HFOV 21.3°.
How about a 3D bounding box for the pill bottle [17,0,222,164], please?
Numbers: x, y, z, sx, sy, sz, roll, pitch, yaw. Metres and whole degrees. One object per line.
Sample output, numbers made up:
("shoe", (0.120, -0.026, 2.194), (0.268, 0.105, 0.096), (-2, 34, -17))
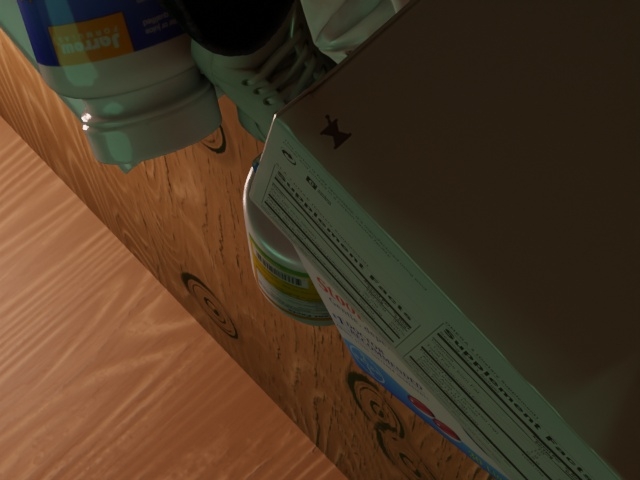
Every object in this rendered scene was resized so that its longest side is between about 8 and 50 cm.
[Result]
("pill bottle", (-0.169, -0.205, 1.366), (0.152, 0.152, 0.272), (24, 134, 61))

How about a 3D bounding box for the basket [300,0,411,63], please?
("basket", (0.052, -0.168, 1.021), (0.113, 0.103, 0.167), (41, 165, 29))

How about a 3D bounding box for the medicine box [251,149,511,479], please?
("medicine box", (0.119, 0.039, 1.308), (0.263, 0.149, 0.289), (37, 164, 40))

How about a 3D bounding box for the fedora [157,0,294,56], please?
("fedora", (0.005, -0.234, 0.705), (0.153, 0.334, 0.334), (-5, 144, 16))

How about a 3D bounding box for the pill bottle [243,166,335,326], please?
("pill bottle", (0.000, 0.000, 1.614), (0.136, 0.136, 0.245), (45, 167, 14))

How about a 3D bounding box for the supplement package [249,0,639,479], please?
("supplement package", (0.135, -0.046, 0.742), (0.204, 0.262, 0.145), (47, 168, 4))

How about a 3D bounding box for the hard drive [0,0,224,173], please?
("hard drive", (-0.198, -0.239, 1.473), (0.318, 0.210, 0.040), (50, -151, -7))

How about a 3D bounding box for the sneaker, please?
("sneaker", (-0.014, -0.124, 1.344), (0.123, 0.106, 0.290), (43, 176, 17))
